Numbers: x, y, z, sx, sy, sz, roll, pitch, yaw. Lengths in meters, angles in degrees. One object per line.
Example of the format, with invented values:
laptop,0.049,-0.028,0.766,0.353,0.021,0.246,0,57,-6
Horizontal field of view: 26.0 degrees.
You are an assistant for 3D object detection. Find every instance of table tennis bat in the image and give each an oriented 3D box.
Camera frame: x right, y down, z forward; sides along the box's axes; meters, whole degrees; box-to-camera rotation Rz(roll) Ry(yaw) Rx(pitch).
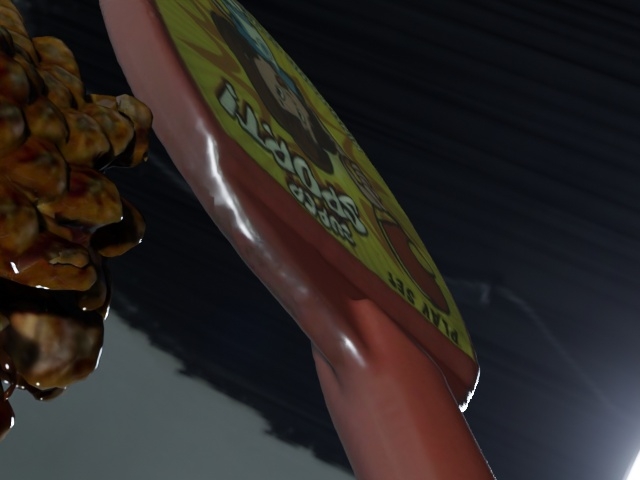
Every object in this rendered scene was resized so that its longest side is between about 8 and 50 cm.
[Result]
table tennis bat,0.000,0.000,0.657,0.051,0.414,0.268,-37,130,12

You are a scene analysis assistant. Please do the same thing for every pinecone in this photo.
pinecone,-0.134,0.000,0.381,0.173,0.174,0.173,-52,156,-35
